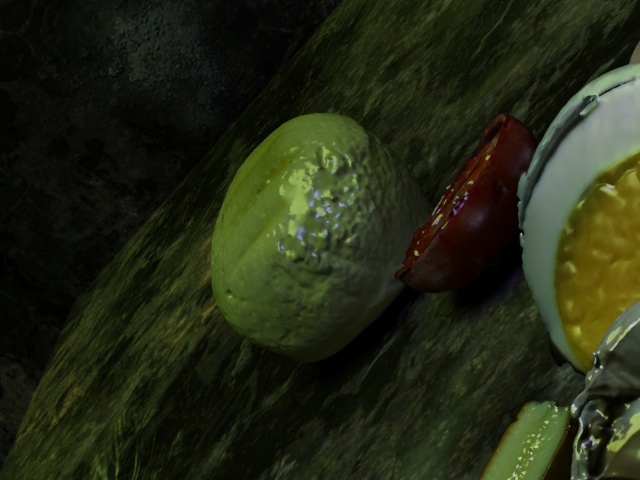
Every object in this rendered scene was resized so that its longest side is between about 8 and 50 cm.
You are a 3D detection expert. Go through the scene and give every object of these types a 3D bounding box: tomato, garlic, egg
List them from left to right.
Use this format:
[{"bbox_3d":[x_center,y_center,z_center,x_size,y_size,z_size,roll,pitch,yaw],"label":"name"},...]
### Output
[{"bbox_3d":[0.183,-0.026,1.858,0.228,0.101,0.228,-54,6,8],"label":"tomato"},{"bbox_3d":[0.260,0.139,1.093,0.143,0.178,0.229,28,-119,-74],"label":"garlic"},{"bbox_3d":[0.307,0.002,1.260,0.286,0.174,0.264,25,106,47],"label":"egg"}]

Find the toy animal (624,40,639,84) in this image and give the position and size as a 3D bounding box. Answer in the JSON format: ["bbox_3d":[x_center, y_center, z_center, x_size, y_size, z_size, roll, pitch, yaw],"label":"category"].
[{"bbox_3d":[0.355,-0.149,1.472,0.166,0.154,0.250,18,56,33],"label":"toy animal"}]

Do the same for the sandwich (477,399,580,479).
[{"bbox_3d":[0.165,0.245,1.324,0.090,0.088,0.244,-13,39,56],"label":"sandwich"}]

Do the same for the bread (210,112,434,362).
[{"bbox_3d":[-0.010,-0.006,2.124,0.320,0.237,0.320,-53,13,18],"label":"bread"}]
